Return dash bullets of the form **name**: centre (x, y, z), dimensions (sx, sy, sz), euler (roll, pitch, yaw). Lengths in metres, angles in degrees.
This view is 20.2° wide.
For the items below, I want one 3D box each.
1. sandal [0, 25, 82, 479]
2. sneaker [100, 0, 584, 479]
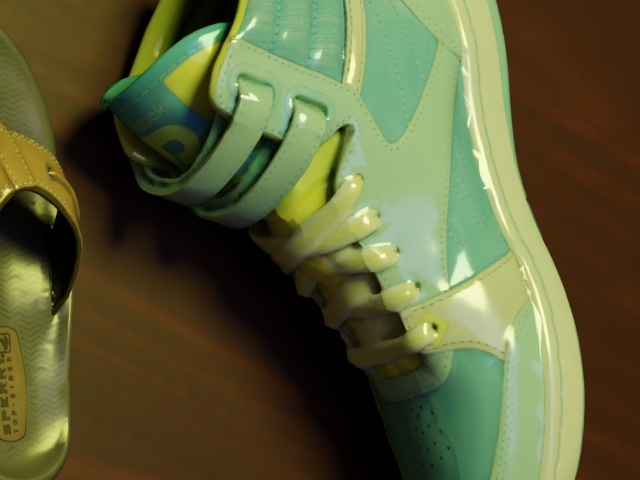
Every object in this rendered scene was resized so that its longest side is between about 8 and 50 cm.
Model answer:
- **sandal**: centre (-0.139, 0.002, 0.761), dimensions (0.090, 0.060, 0.219), euler (-2, 82, -40)
- **sneaker**: centre (0.000, 0.000, 0.838), dimensions (0.208, 0.127, 0.319), euler (0, 72, -41)
